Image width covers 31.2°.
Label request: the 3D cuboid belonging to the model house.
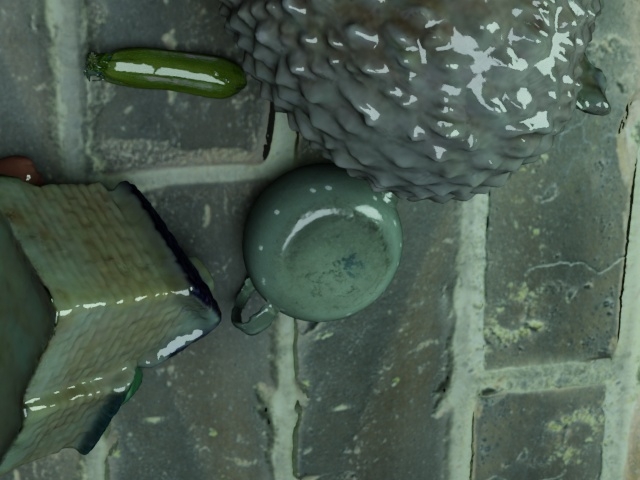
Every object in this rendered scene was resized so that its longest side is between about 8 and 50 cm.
[{"bbox_3d":[-0.270,0.088,1.286,0.284,0.243,0.298,-5,142,-43],"label":"model house"}]

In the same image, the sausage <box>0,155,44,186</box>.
[{"bbox_3d":[-0.384,-0.047,1.273,0.154,0.062,0.062,-22,115,-7],"label":"sausage"}]

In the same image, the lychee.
[{"bbox_3d":[0.105,-0.229,1.176,0.432,0.380,0.380,25,103,-5],"label":"lychee"}]

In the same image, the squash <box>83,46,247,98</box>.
[{"bbox_3d":[-0.173,-0.190,1.287,0.184,0.052,0.052,3,110,-16],"label":"squash"}]

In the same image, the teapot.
[{"bbox_3d":[0.000,0.000,1.372,0.294,0.129,0.193,-44,116,6],"label":"teapot"}]
